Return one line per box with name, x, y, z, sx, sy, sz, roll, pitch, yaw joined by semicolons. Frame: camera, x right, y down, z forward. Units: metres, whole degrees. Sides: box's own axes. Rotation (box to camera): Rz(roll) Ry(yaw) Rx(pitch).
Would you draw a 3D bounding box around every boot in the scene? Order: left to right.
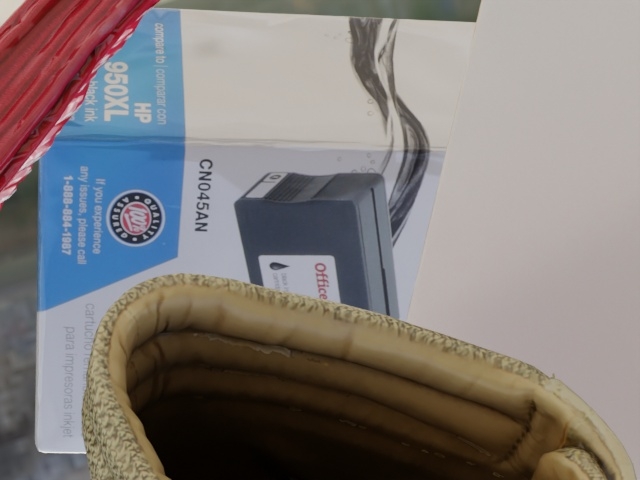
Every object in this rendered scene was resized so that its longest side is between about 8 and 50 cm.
boot;0.045;0.132;0.449;0.095;0.262;0.203;-45;164;-35

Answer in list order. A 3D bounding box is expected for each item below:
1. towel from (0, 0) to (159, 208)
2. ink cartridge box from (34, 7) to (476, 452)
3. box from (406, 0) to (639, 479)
towel;-0.139;0.030;0.580;0.199;0.031;0.275;-55;-174;-37
ink cartridge box;0.000;0.000;1.402;0.394;0.285;0.166;1;-142;-7
box;0.190;-0.076;0.709;0.215;0.345;0.168;6;-169;-40
